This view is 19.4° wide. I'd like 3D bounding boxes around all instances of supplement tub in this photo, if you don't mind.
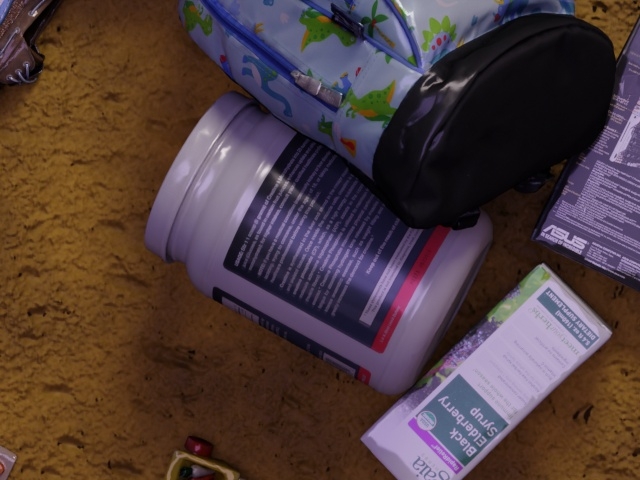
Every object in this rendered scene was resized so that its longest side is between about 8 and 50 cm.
[{"bbox_3d":[0.000,0.000,1.689,0.272,0.191,0.191,29,96,7],"label":"supplement tub"}]

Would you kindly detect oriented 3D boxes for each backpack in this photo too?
[{"bbox_3d":[0.044,-0.198,1.635,0.356,0.290,0.273,26,125,36],"label":"backpack"}]

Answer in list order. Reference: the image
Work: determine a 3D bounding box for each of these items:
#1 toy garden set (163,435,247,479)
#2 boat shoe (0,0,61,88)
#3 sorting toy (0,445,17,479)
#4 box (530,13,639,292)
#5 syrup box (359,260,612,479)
[{"bbox_3d":[-0.076,0.321,1.799,0.244,0.049,0.203,22,95,8],"label":"toy garden set"},{"bbox_3d":[-0.302,-0.182,1.813,0.066,0.066,0.183,25,95,6],"label":"boat shoe"},{"bbox_3d":[-0.327,0.234,1.854,0.083,0.012,0.062,28,95,7],"label":"sorting toy"},{"bbox_3d":[0.379,-0.043,1.706,0.307,0.076,0.242,26,95,7],"label":"box"},{"bbox_3d":[0.154,0.133,1.736,0.237,0.096,0.093,-45,85,6],"label":"syrup box"}]
